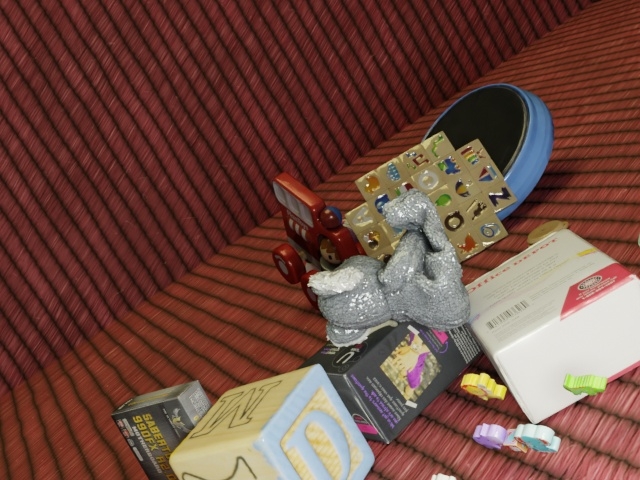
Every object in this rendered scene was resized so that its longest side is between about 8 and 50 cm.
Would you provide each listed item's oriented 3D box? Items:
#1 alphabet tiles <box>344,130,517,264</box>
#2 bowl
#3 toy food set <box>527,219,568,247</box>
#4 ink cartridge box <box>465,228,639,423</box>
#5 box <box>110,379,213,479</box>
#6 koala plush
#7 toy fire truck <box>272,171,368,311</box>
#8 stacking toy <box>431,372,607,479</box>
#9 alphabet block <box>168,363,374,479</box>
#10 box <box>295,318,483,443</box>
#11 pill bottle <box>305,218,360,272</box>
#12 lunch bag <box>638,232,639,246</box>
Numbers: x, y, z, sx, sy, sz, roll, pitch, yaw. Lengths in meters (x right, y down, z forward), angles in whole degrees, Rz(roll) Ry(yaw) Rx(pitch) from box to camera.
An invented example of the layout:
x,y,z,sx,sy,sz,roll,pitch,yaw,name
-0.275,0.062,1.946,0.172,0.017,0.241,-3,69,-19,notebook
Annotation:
x,y,z,sx,sy,sz,roll,pitch,yaw,name
0.239,-0.071,2.190,0.342,0.285,0.011,-30,-20,1,alphabet tiles
0.365,-0.197,2.350,0.391,0.077,0.391,-33,39,32,bowl
0.449,-0.014,1.997,0.082,0.020,0.083,-19,18,45,toy food set
0.344,0.116,1.489,0.226,0.131,0.306,-31,11,4,ink cartridge box
-0.219,0.353,1.645,0.183,0.231,0.056,-19,14,40,box
0.095,0.071,1.521,0.221,0.196,0.203,-19,51,-5,koala plush
0.000,0.000,2.324,0.169,0.254,0.302,-32,44,-19,toy fire truck
0.243,0.245,1.259,0.221,0.052,0.167,-14,46,51,stacking toy
-0.070,0.327,1.499,0.197,0.192,0.193,-20,15,36,alphabet block
0.124,0.193,1.666,0.270,0.143,0.165,-38,14,-26,box
0.039,0.033,2.563,0.108,0.108,0.193,-22,15,36,pill bottle
0.606,-0.040,1.536,0.224,0.108,0.279,-26,12,35,lunch bag
